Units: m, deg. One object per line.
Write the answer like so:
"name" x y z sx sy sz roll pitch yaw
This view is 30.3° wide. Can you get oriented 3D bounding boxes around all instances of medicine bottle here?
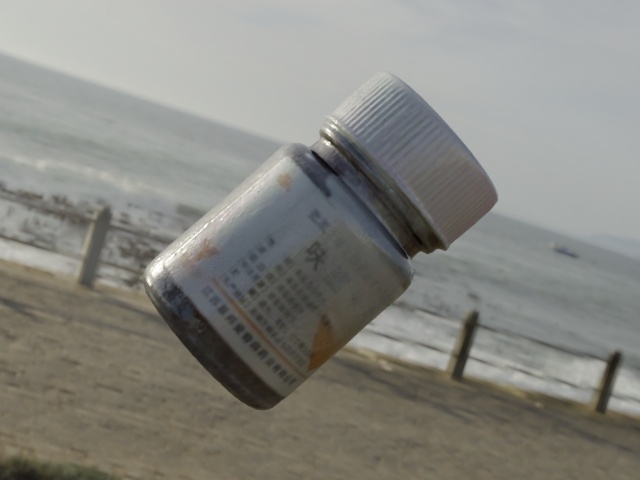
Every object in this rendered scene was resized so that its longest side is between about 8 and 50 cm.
"medicine bottle" 0.000 0.000 0.995 0.165 0.273 0.165 49 1 -1
